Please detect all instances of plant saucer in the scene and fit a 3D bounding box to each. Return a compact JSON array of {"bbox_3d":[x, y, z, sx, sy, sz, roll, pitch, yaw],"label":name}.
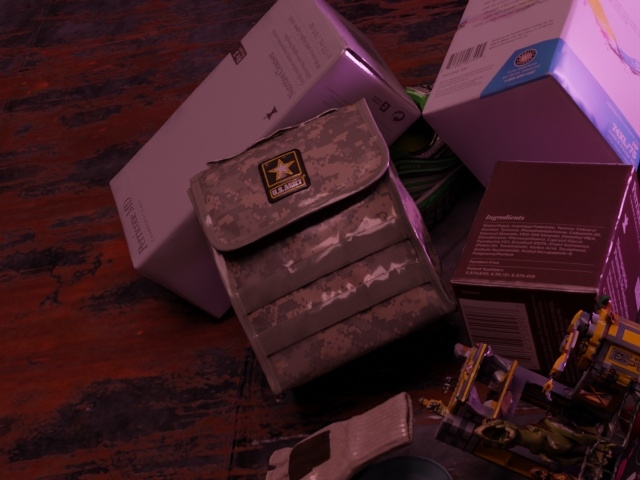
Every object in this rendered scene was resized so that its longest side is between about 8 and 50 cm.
[{"bbox_3d":[0.089,0.284,1.491,0.119,0.021,0.119,-12,42,11],"label":"plant saucer"}]

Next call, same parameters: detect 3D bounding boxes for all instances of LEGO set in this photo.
[{"bbox_3d":[0.180,0.202,1.352,0.192,0.255,0.331,23,68,6],"label":"LEGO set"}]

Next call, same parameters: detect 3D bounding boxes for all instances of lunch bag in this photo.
[{"bbox_3d":[0.000,0.000,1.609,0.235,0.169,0.287,-25,84,6],"label":"lunch bag"}]

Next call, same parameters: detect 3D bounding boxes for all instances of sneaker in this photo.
[{"bbox_3d":[0.175,-0.164,1.852,0.134,0.146,0.343,15,51,35],"label":"sneaker"}]

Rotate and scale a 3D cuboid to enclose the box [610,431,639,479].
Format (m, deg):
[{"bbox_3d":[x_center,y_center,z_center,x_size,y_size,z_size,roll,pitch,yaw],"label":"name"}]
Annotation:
[{"bbox_3d":[0.321,0.300,1.218,0.163,0.142,0.247,22,60,4],"label":"box"}]

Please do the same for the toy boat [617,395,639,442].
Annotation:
[{"bbox_3d":[0.413,0.126,1.428,0.231,0.151,0.151,-14,41,9],"label":"toy boat"}]

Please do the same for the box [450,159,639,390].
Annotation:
[{"bbox_3d":[0.265,0.037,1.575,0.167,0.168,0.203,3,46,25],"label":"box"}]

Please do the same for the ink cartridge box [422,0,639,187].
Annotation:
[{"bbox_3d":[0.294,-0.215,1.760,0.198,0.197,0.270,-14,41,43],"label":"ink cartridge box"}]

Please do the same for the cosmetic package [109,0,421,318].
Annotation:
[{"bbox_3d":[-0.080,-0.115,1.784,0.385,0.156,0.217,-45,36,12],"label":"cosmetic package"}]

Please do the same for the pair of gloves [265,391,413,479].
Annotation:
[{"bbox_3d":[0.007,0.278,1.454,0.204,0.042,0.240,-32,30,33],"label":"pair of gloves"}]
